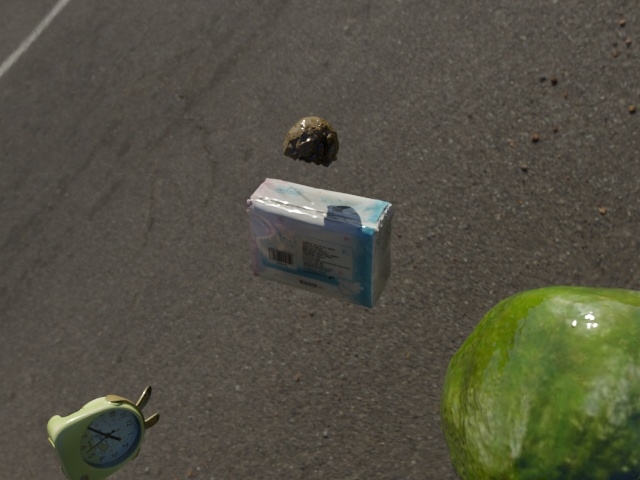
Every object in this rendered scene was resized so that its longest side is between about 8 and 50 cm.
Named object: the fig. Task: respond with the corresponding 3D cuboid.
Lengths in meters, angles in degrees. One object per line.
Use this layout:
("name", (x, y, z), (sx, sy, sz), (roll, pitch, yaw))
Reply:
("fig", (0.172, 0.156, 0.400), (0.203, 0.203, 0.235), (-1, 58, 33))

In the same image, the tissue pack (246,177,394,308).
("tissue pack", (0.000, 0.002, 1.214), (0.271, 0.201, 0.124), (14, 37, 20))

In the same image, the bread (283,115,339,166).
("bread", (-0.008, -0.169, 1.072), (0.060, 0.113, 0.082), (33, 111, 36))

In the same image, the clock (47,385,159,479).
("clock", (-0.457, 0.414, 1.356), (0.069, 0.232, 0.170), (16, 123, 50))
